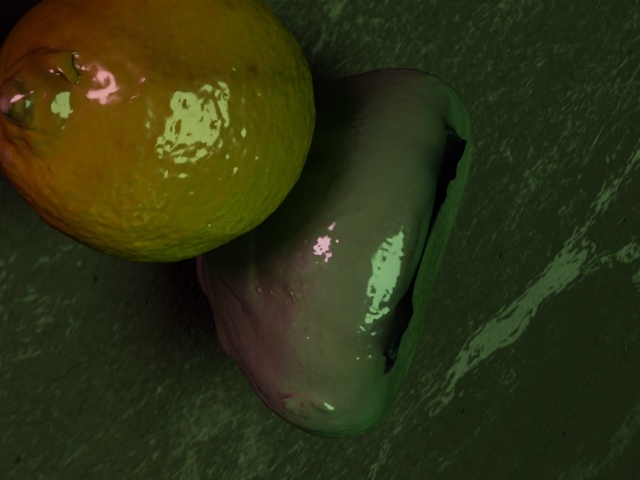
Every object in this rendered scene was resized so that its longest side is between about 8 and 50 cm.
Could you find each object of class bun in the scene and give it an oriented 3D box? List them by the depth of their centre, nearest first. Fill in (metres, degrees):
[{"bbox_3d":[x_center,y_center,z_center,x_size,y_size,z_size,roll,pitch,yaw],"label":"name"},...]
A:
[{"bbox_3d":[0.000,0.000,1.118,0.293,0.187,0.293,19,90,-80],"label":"bun"}]

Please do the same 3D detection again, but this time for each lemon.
[{"bbox_3d":[-0.105,-0.082,0.914,0.256,0.188,0.188,-7,116,-51],"label":"lemon"}]
